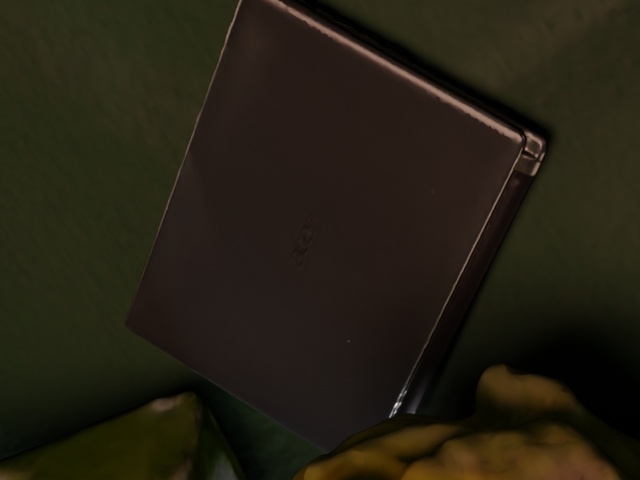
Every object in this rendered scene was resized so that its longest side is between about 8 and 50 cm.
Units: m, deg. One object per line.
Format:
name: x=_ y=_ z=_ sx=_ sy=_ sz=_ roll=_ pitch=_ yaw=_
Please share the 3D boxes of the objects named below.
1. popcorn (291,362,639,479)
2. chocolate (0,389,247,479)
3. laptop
popcorn: x=0.082 y=0.172 z=0.628 sx=0.259 sy=0.259 sz=0.212 roll=33 pitch=151 yaw=10
chocolate: x=-0.130 y=0.254 z=0.768 sx=0.289 sy=0.137 sz=0.300 roll=-19 pitch=108 yaw=11
laptop: x=0.000 y=0.000 z=0.693 sx=0.129 sy=0.016 sz=0.180 roll=31 pitch=125 yaw=11
